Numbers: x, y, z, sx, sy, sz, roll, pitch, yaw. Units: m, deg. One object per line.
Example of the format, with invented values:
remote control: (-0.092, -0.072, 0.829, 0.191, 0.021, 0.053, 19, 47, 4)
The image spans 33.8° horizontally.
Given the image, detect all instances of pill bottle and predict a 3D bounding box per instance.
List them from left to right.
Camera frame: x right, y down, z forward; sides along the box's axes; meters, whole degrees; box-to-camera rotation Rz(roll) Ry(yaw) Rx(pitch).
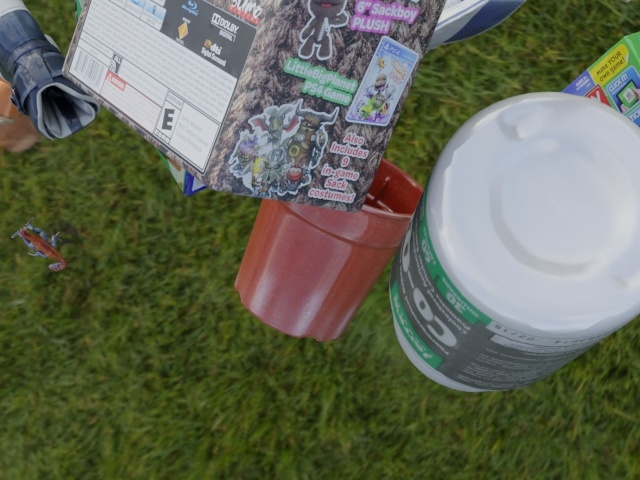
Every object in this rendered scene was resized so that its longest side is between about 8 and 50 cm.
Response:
pill bottle: (0.173, 0.027, 0.971, 0.204, 0.361, 0.204, 1, 72, -3)

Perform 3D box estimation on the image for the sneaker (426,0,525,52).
sneaker: (0.136, -0.372, 1.581, 0.315, 0.127, 0.182, -19, 85, 43)

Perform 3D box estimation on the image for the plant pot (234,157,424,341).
plant pot: (0.000, 0.000, 1.689, 0.272, 0.272, 0.265, 32, 113, 16)

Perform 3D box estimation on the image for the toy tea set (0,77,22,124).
toy tea set: (-0.685, -0.296, 1.936, 0.336, 0.200, 0.124, 39, 112, 34)

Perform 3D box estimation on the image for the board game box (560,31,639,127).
board game box: (0.396, -0.118, 1.482, 0.213, 0.046, 0.317, 63, 149, 12)

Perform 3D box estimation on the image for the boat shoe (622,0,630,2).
boat shoe: (0.248, -0.209, 0.767, 0.045, 0.135, 0.050, -19, 109, 37)

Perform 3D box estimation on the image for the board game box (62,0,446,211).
board game box: (-0.036, -0.202, 0.762, 0.232, 0.141, 0.291, 37, 111, 42)

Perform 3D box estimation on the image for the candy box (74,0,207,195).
candy box: (-0.148, -0.259, 1.456, 0.317, 0.268, 0.122, 55, 155, 17)

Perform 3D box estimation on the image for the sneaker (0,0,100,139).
sneaker: (-0.337, -0.188, 1.304, 0.086, 0.226, 0.163, -36, 82, -6)

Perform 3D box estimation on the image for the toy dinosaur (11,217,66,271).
toy dinosaur: (-0.380, 0.013, 1.435, 0.047, 0.090, 0.082, -41, 104, 7)
